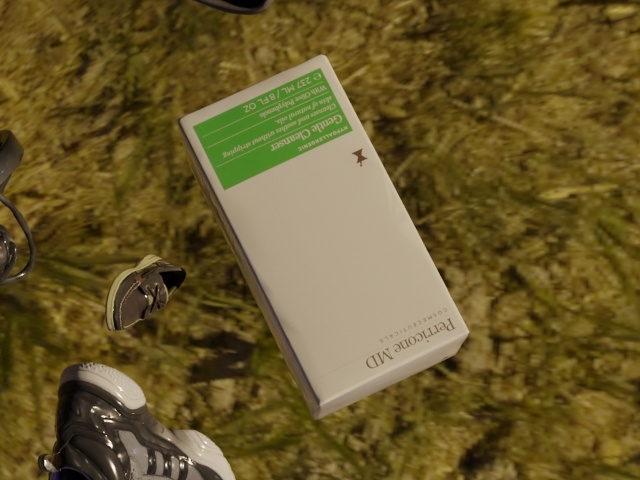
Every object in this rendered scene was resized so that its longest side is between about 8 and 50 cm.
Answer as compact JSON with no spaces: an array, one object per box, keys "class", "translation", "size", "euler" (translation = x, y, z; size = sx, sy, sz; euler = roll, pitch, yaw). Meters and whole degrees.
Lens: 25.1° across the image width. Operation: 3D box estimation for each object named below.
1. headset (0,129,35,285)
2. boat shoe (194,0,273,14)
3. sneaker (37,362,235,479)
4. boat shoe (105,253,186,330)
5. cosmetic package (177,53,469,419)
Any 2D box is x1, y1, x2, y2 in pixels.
[{"class":"headset","translation":[-0.314,-0.068,0.940],"size":[0.185,0.394,0.243],"euler":[-40,139,-11]},{"class":"boat shoe","translation":[-0.160,-0.279,1.049],"size":[0.335,0.112,0.095],"euler":[29,34,-20]},{"class":"sneaker","translation":[-0.205,0.262,1.568],"size":[0.268,0.101,0.153],"euler":[46,46,-33]},{"class":"boat shoe","translation":[-0.189,0.055,1.562],"size":[0.049,0.152,0.056],"euler":[5,115,14]},{"class":"cosmetic package","translation":[0.000,0.000,1.657],"size":[0.197,0.155,0.365],"euler":[-27,78,-8]}]
